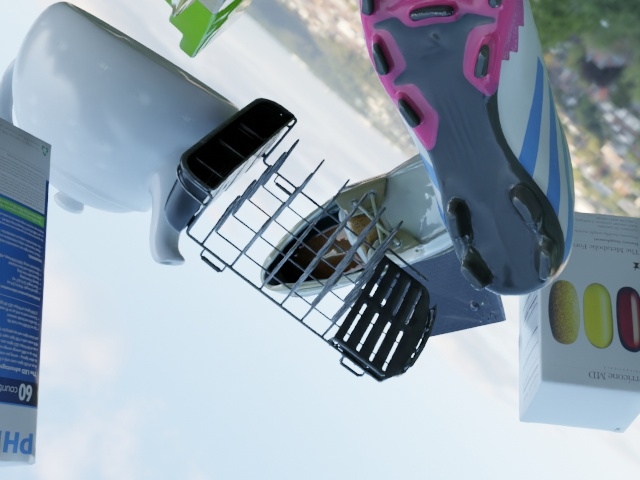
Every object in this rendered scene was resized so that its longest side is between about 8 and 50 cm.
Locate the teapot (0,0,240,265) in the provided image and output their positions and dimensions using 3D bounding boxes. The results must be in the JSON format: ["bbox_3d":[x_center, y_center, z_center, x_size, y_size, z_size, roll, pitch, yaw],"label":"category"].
[{"bbox_3d":[-0.222,-0.116,0.960,0.253,0.187,0.256,31,-173,-15],"label":"teapot"}]

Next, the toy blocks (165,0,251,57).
[{"bbox_3d":[-0.068,-0.280,0.368,0.261,0.190,0.381,44,151,-4],"label":"toy blocks"}]

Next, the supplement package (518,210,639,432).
[{"bbox_3d":[0.329,0.100,1.165,0.139,0.244,0.134,5,148,3],"label":"supplement package"}]

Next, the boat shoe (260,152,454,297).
[{"bbox_3d":[0.064,-0.012,0.992,0.103,0.302,0.113,-20,-101,-58],"label":"boat shoe"}]

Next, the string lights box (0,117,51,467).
[{"bbox_3d":[-0.273,0.033,0.680,0.133,0.077,0.259,34,-129,-62],"label":"string lights box"}]

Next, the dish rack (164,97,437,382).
[{"bbox_3d":[0.000,0.000,0.850,0.271,0.074,0.208,39,-148,-1],"label":"dish rack"}]

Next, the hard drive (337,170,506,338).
[{"bbox_3d":[0.148,0.012,1.294,0.254,0.172,0.054,63,-148,-16],"label":"hard drive"}]

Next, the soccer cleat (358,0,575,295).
[{"bbox_3d":[0.115,-0.118,0.697,0.143,0.116,0.331,-54,-49,-57],"label":"soccer cleat"}]
